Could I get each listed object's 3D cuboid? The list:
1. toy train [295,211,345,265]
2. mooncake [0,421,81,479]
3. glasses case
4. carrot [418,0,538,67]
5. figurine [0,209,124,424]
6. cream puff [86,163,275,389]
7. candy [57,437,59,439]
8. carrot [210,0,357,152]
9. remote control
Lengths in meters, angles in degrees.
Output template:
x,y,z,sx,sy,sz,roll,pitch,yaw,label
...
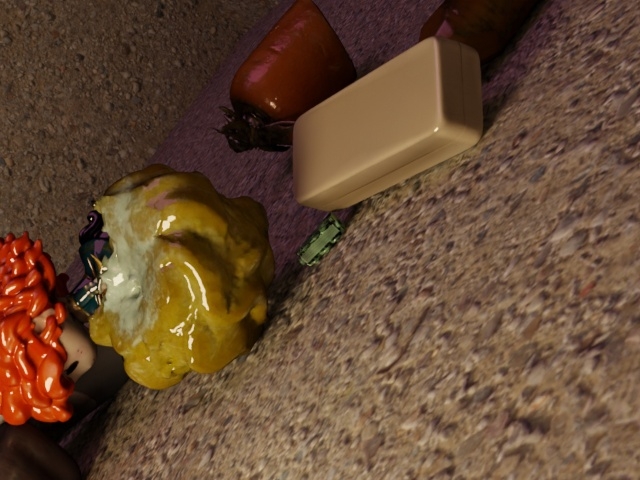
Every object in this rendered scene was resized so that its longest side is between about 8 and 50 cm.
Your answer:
x,y,z,sx,sy,sz,roll,pitch,yaw,label
0.000,0.000,1.805,0.083,0.033,0.053,-46,10,12,toy train
-0.516,0.431,1.986,0.306,0.154,0.306,-46,14,15,mooncake
0.083,-0.151,1.714,0.336,0.076,0.144,-24,61,51,glasses case
0.258,-0.355,1.805,0.302,0.114,0.114,-49,14,-16,carrot
-0.368,0.111,1.986,0.412,0.306,0.241,-17,-1,-11,figurine
-0.164,0.048,1.778,0.274,0.270,0.323,26,116,44,cream puff
-0.514,0.342,2.370,0.203,0.078,0.141,-56,0,22,candy
-0.059,-0.285,2.396,0.331,0.214,0.193,-48,-15,-12,carrot
-0.461,0.265,2.173,0.332,0.103,0.221,-39,-24,-2,remote control
